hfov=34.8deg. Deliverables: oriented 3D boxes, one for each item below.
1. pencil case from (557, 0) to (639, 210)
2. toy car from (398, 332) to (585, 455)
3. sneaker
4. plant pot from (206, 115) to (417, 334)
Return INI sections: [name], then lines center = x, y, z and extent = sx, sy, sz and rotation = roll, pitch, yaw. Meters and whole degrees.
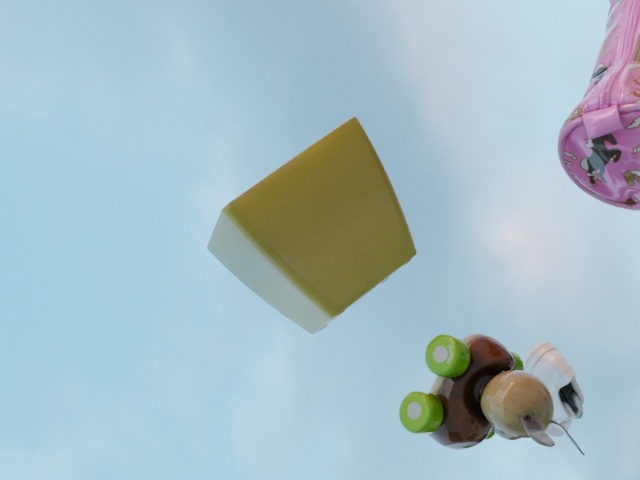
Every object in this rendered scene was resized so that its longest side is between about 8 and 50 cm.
[pencil case]
center = 0.397, -0.213, 1.233
extent = 0.167, 0.160, 0.386
rotation = 27, -128, -3
[toy car]
center = 0.221, 0.209, 1.224
extent = 0.155, 0.188, 0.149
rotation = 17, -81, -46
[sneaker]
center = 0.362, 0.248, 1.548
extent = 0.080, 0.094, 0.212
rotation = -38, -44, -15
[plant pot]
center = 0.000, 0.000, 1.332
extent = 0.212, 0.212, 0.187
rotation = -36, -94, -18
